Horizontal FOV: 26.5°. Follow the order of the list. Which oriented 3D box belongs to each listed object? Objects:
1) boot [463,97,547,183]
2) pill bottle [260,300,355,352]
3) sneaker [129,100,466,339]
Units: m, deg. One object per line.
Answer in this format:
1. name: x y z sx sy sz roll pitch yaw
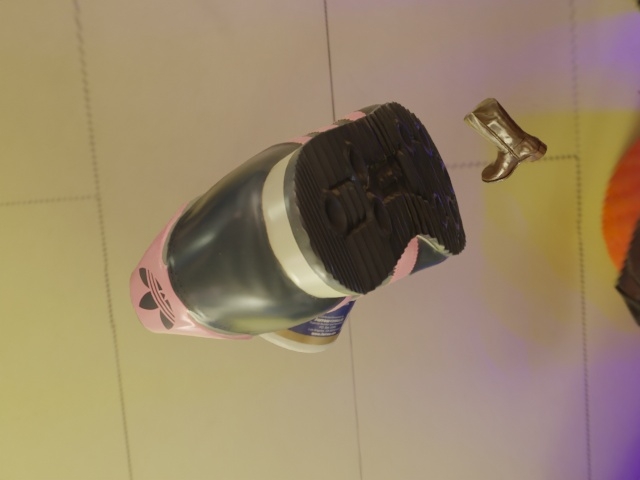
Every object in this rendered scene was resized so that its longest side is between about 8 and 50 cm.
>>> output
1. boot: 0.210 -0.126 1.706 0.114 0.037 0.106 33 133 -30
2. pill bottle: 0.000 0.000 1.770 0.153 0.153 0.264 23 111 -6
3. sneaker: -0.005 -0.012 0.818 0.131 0.319 0.112 -22 87 21
